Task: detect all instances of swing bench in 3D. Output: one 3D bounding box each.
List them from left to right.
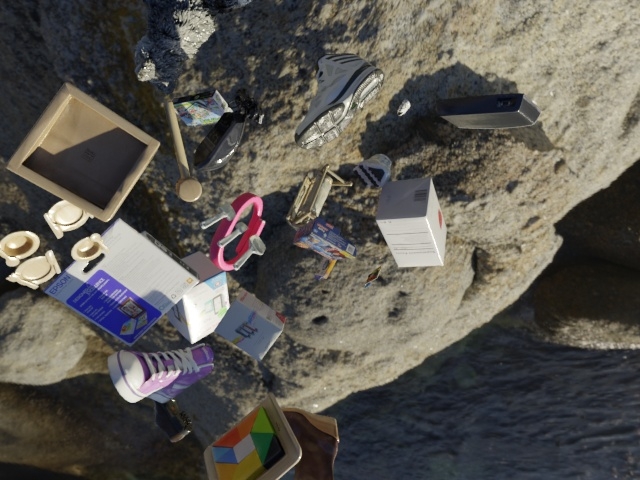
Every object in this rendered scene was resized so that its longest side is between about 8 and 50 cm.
[{"bbox_3d":[-0.028,-0.183,1.908,0.165,0.254,0.254,33,158,-31],"label":"swing bench"}]

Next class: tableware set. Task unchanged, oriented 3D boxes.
[{"bbox_3d":[-0.439,0.008,0.688,0.020,0.168,0.141,41,153,25],"label":"tableware set"}]

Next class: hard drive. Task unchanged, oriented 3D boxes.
[{"bbox_3d":[0.482,-0.372,1.212,0.254,0.171,0.054,13,94,44],"label":"hard drive"}]

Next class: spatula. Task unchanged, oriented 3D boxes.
[{"bbox_3d":[-0.215,-0.014,1.057,0.019,0.242,0.168,-33,99,12],"label":"spatula"}]

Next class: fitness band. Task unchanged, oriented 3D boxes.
[{"bbox_3d":[-0.290,-0.031,1.495,0.054,0.291,0.209,25,177,19],"label":"fitness band"}]

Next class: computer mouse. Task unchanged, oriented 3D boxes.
[{"bbox_3d":[-0.267,-0.302,1.224,0.272,0.188,0.072,-48,134,10],"label":"computer mouse"}]

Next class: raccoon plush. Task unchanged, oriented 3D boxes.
[{"bbox_3d":[-0.435,-0.653,1.330,0.446,0.300,0.216,1,172,41],"label":"raccoon plush"}]

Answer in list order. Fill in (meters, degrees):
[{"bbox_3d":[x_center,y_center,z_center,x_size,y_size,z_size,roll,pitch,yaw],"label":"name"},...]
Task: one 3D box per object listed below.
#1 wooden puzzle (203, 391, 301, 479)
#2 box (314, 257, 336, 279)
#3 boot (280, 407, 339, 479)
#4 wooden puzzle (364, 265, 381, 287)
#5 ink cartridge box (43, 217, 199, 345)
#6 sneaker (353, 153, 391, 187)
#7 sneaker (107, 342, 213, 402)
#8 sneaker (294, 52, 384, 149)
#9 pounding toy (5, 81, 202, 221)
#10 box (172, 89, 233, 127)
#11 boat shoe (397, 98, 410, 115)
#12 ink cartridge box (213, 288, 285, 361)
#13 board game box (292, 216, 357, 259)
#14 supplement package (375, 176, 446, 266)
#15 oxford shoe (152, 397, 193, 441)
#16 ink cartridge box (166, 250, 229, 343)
[{"bbox_3d":[-0.174,0.501,0.985,0.238,0.221,0.044,-42,120,-8],"label":"wooden puzzle"},{"bbox_3d":[0.024,0.126,1.961,0.028,0.136,0.081,34,166,-26],"label":"box"},{"bbox_3d":[-0.067,0.651,1.320,0.248,0.207,0.090,7,133,3],"label":"boot"},{"bbox_3d":[0.206,0.141,1.648,0.078,0.116,0.014,-40,98,27],"label":"wooden puzzle"},{"bbox_3d":[-0.397,0.085,0.853,0.206,0.045,0.208,-43,120,0],"label":"ink cartridge box"},{"bbox_3d":[0.195,-0.254,1.449,0.118,0.292,0.110,-37,100,1],"label":"sneaker"},{"bbox_3d":[-0.318,0.257,0.879,0.161,0.102,0.282,-28,160,-8],"label":"sneaker"},{"bbox_3d":[0.023,-0.591,1.732,0.447,0.257,0.169,-43,153,0],"label":"sneaker"},{"bbox_3d":[-0.265,-0.116,0.581,0.206,0.181,0.094,34,173,-23],"label":"pounding toy"},{"bbox_3d":[-0.416,-0.460,1.468,0.206,0.036,0.114,1,150,30],"label":"box"},{"bbox_3d":[0.338,-0.543,1.716,0.035,0.035,0.100,48,171,3],"label":"boat shoe"},{"bbox_3d":[-0.220,0.264,1.322,0.176,0.128,0.127,36,97,-4],"label":"ink cartridge box"},{"bbox_3d":[0.000,0.000,1.435,0.194,0.060,0.194,31,159,-29],"label":"board game box"},{"bbox_3d":[0.333,-0.057,1.488,0.175,0.178,0.293,-3,143,27],"label":"supplement package"},{"bbox_3d":[-0.520,0.555,1.365,0.096,0.083,0.227,-42,69,4],"label":"oxford shoe"},{"bbox_3d":[-0.508,0.228,1.697,0.197,0.198,0.270,30,133,35],"label":"ink cartridge box"}]
